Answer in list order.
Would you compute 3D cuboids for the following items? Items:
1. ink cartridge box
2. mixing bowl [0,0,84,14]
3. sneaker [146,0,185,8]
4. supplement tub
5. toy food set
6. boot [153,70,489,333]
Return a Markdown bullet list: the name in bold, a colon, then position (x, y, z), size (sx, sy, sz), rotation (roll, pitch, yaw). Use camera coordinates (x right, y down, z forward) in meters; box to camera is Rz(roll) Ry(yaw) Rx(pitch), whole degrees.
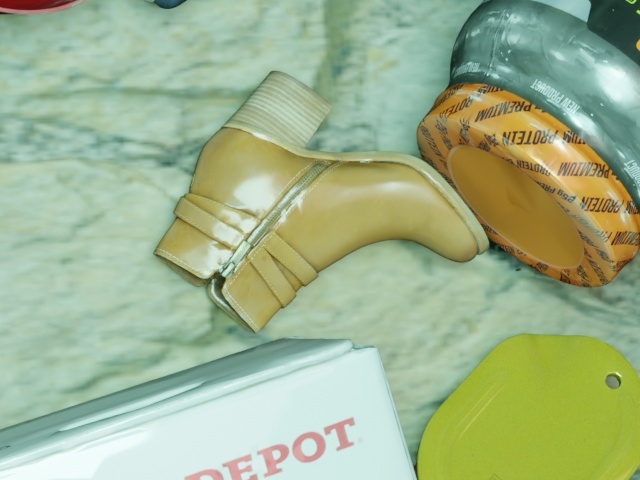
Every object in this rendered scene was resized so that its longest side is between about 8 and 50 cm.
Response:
- **ink cartridge box**: position (-0.066, 0.282, 0.999), size (0.286, 0.166, 0.394), rotation (-17, 95, -20)
- **mixing bowl**: position (-0.210, -0.212, 1.002), size (0.181, 0.098, 0.181), rotation (7, 77, -32)
- **sneaker**: position (0.045, -0.221, 1.086), size (0.350, 0.131, 0.148), rotation (-35, 94, -18)
- **supplement tub**: position (0.230, -0.144, 1.108), size (0.207, 0.207, 0.338), rotation (45, 74, -12)
- **toy food set**: position (0.130, 0.160, 1.137), size (0.128, 0.071, 0.218), rotation (42, 71, 12)
- **boot**: position (0.000, 0.000, 1.092), size (0.197, 0.073, 0.152), rotation (33, 76, -3)
